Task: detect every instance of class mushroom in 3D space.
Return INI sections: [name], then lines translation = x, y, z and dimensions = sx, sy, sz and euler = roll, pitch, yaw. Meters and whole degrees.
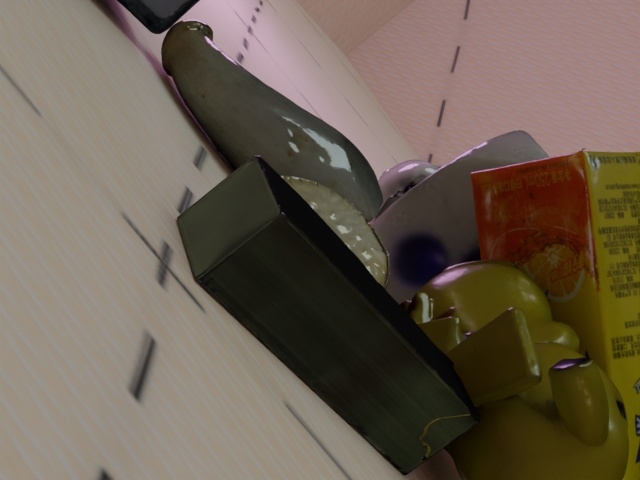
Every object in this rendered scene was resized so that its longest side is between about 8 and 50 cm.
[mushroom]
translation = -0.053, -0.107, 1.297
dimensions = 0.270, 0.103, 0.118
euler = 46, 10, -6

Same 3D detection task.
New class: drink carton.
[drink carton]
translation = 0.251, 0.096, 1.305
dimensions = 0.111, 0.154, 0.351
euler = -3, 86, -40

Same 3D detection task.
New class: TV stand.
[TV stand]
translation = 0.012, 0.062, 1.017
dimensions = 0.269, 0.083, 0.088
euler = 47, 9, -35

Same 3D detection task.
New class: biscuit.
[biscuit]
translation = 0.000, 0.000, 1.194
dimensions = 0.152, 0.020, 0.152
euler = 24, 39, -21

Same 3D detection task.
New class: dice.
[dice]
translation = 0.210, 0.048, 1.526
dimensions = 0.259, 0.251, 0.243
euler = 55, 10, 12

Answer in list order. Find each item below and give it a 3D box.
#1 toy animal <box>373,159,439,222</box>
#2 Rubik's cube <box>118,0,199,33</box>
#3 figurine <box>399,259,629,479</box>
[toy animal]
translation = 0.143, -0.048, 1.929
dimensions = 0.179, 0.138, 0.166
euler = -101, 168, -61
[Rubik's cube]
translation = -0.179, -0.473, 1.284
dimensions = 0.363, 0.362, 0.359
euler = 47, 8, -38
[figurine]
translation = 0.166, 0.134, 1.165
dimensions = 0.169, 0.218, 0.327
euler = 1, 26, -26
